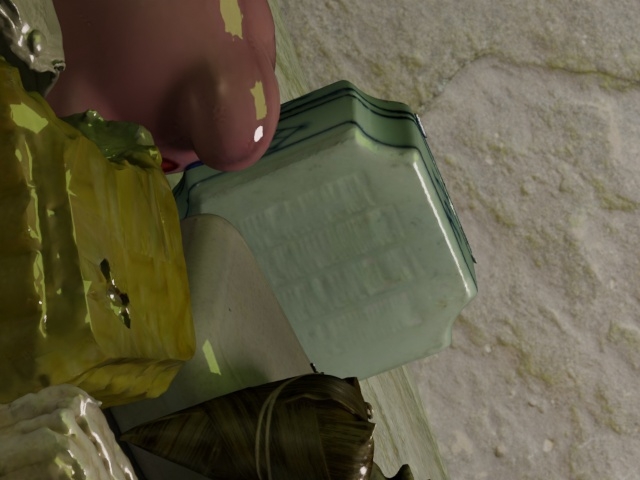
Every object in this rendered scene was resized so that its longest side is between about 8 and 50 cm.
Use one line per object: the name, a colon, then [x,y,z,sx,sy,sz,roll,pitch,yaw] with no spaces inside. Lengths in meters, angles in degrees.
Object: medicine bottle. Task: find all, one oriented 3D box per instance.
medicine bottle: [-0.064,0.175,1.393,0.282,0.123,0.375,-88,155,-61]

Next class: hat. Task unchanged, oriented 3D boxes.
hat: [-0.256,-0.215,1.120,0.214,0.149,0.245,53,30,-61]

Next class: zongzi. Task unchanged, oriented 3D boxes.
zongzi: [-0.051,0.139,1.225,0.187,0.184,0.084,-78,174,-84]

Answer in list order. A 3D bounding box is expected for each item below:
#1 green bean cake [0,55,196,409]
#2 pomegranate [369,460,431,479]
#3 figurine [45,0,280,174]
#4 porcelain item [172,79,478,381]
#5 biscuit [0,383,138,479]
green bean cake: [-0.181,0.000,1.056,0.236,0.124,0.233,18,60,-73]
pomegranate: [0.027,0.299,1.187,0.341,0.285,0.285,-85,155,-53]
figurine: [-0.145,-0.180,1.349,0.211,0.269,0.261,-65,144,-84]
porcelain item: [0.000,0.000,1.624,0.157,0.285,0.281,-96,161,-63]
biscuit: [-0.109,0.273,0.922,0.078,0.144,0.426,-89,157,-61]
